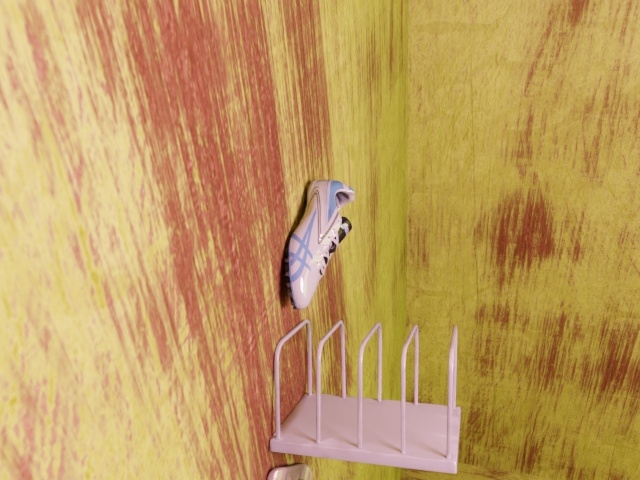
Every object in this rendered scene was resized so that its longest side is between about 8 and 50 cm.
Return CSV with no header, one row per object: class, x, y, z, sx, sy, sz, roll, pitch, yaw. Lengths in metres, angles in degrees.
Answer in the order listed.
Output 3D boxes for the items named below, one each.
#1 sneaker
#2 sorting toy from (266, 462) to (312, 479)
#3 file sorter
sneaker,0.000,0.000,0.893,0.085,0.086,0.237,74,27,-57
sorting toy,-0.054,0.471,0.924,0.208,0.038,0.192,57,41,-66
file sorter,0.079,0.229,0.901,0.193,0.278,0.172,-23,112,-73
